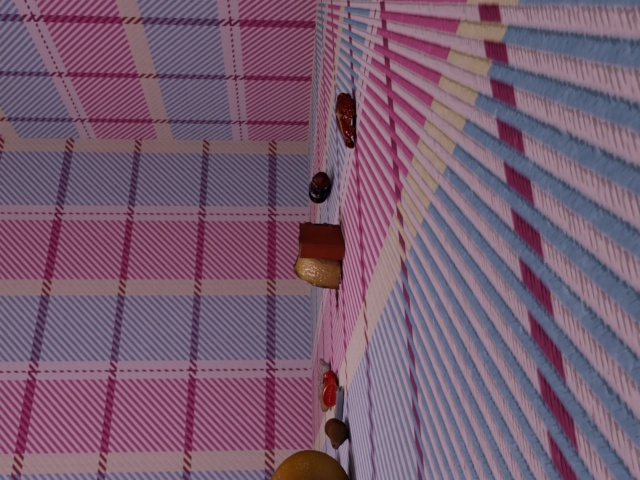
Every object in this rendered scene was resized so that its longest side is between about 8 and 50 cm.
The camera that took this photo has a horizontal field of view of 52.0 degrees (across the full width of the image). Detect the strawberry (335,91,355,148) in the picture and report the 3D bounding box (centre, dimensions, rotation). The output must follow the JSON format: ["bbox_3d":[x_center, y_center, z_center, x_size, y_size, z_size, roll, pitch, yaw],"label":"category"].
[{"bbox_3d":[0.059,-0.292,1.593,0.104,0.048,0.152,89,-178,-60],"label":"strawberry"}]

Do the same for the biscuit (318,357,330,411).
[{"bbox_3d":[0.016,0.513,2.331,0.265,0.040,0.188,108,161,-75],"label":"biscuit"}]

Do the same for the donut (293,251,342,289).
[{"bbox_3d":[-0.004,0.062,1.957,0.217,0.141,0.085,-115,33,-63],"label":"donut"}]

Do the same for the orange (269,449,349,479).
[{"bbox_3d":[-0.027,0.632,1.605,0.236,0.236,0.236,180,90,-87],"label":"orange"}]

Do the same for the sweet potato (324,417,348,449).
[{"bbox_3d":[0.043,0.514,1.756,0.255,0.058,0.078,88,161,-74],"label":"sweet potato"}]

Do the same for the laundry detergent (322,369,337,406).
[{"bbox_3d":[0.028,0.449,2.056,0.165,0.049,0.097,-100,18,-77],"label":"laundry detergent"}]

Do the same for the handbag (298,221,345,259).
[{"bbox_3d":[0.000,0.000,1.897,0.190,0.127,0.063,-100,13,-69],"label":"handbag"}]

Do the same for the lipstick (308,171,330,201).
[{"bbox_3d":[-0.002,-0.191,2.324,0.299,0.081,0.081,106,164,-82],"label":"lipstick"}]

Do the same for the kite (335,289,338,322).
[{"bbox_3d":[0.050,0.141,2.070,0.125,0.008,0.222,-140,51,-89],"label":"kite"}]

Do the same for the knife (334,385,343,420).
[{"bbox_3d":[0.052,0.475,1.871,0.044,0.023,0.162,-88,0,-57],"label":"knife"}]
